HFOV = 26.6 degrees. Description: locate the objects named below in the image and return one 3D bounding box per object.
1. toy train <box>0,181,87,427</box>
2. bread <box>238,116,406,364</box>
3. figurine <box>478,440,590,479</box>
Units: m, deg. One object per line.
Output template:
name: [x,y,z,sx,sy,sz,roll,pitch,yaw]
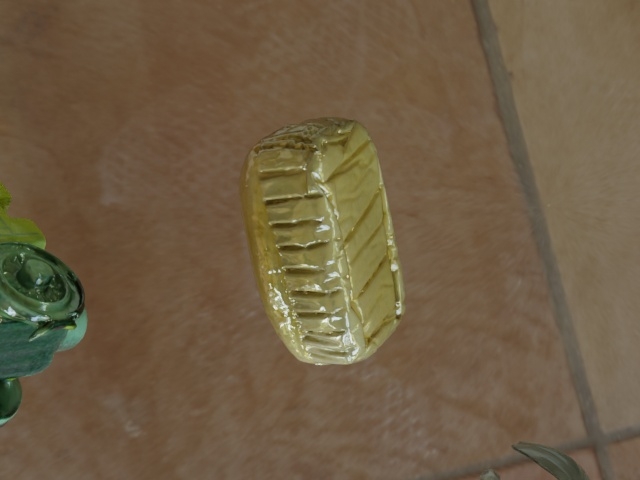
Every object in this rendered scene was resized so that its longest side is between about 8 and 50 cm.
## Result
toy train: [-0.411,0.039,1.185,0.272,0.442,0.179,46,116,25]
bread: [0.000,0.000,1.257,0.106,0.140,0.236,2,115,32]
figurine: [0.162,0.195,0.985,0.094,0.086,0.082,43,94,-13]
